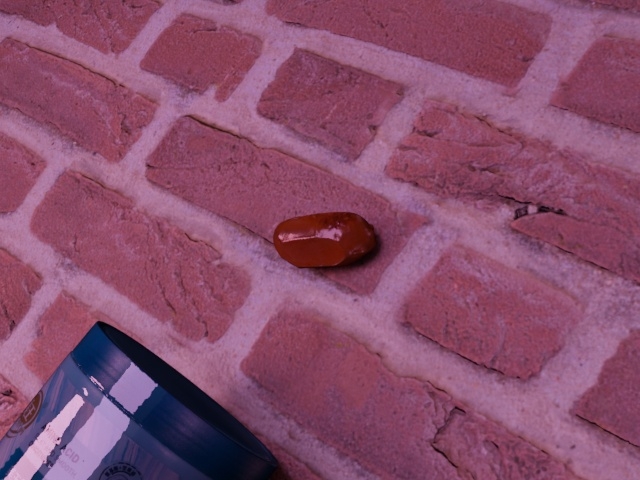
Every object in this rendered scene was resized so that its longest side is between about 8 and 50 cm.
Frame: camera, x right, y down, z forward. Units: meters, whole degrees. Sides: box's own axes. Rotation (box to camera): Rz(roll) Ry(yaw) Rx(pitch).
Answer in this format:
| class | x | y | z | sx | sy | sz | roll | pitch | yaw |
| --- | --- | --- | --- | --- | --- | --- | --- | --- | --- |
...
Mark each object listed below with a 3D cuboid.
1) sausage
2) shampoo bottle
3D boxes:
| class | x | y | z | sx | sy | sz | roll | pitch | yaw |
| --- | --- | --- | --- | --- | --- | --- | --- | --- | --- |
| sausage | 0.000 | 0.000 | 1.927 | 0.179 | 0.089 | 0.089 | -7 | 56 | 30 |
| shampoo bottle | -0.290 | 0.346 | 1.724 | 0.342 | 0.331 | 0.331 | -52 | 44 | -3 |
